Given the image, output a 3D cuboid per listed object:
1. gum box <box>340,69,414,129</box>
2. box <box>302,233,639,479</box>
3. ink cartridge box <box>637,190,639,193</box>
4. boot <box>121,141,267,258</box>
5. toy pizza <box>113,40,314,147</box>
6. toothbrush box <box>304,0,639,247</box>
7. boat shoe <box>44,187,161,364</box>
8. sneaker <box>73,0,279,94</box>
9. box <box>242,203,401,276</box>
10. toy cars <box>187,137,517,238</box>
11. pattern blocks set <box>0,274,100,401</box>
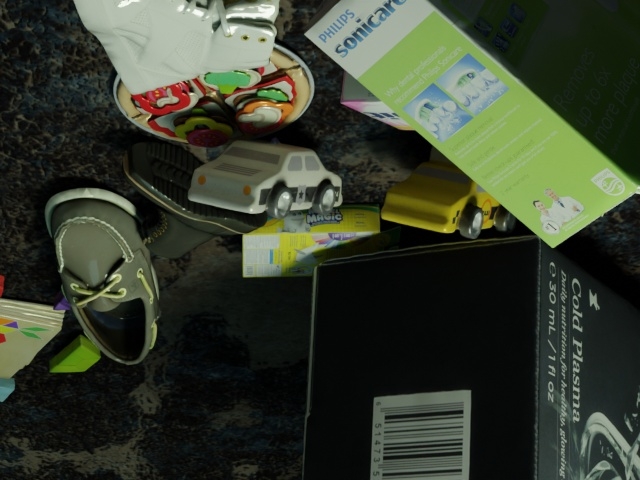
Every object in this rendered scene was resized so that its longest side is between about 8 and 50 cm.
[{"bbox_3d":[0.119,-0.148,1.810,0.188,0.062,0.107,1,168,35],"label":"gum box"},{"bbox_3d":[0.216,0.297,2.181,0.297,0.480,0.472,-7,160,28],"label":"box"},{"bbox_3d":[0.372,-0.130,1.937,0.171,0.056,0.235,11,148,-27],"label":"ink cartridge box"},{"bbox_3d":[-0.172,-0.031,2.047,0.137,0.077,0.198,-24,144,34],"label":"boot"},{"bbox_3d":[-0.106,-0.143,1.895,0.201,0.032,0.201,-2,151,-1],"label":"toy pizza"},{"bbox_3d":[0.157,-0.169,1.584,0.283,0.206,0.122,39,138,-10],"label":"toothbrush box"},{"bbox_3d":[-0.241,0.042,2.156,0.109,0.091,0.305,-6,151,4],"label":"boat shoe"},{"bbox_3d":[-0.124,-0.229,1.676,0.169,0.108,0.292,-9,160,8],"label":"sneaker"},{"bbox_3d":[0.000,0.000,2.157,0.179,0.043,0.105,1,151,-2],"label":"box"},{"bbox_3d":[0.046,-0.065,1.976,0.393,0.087,0.176,5,-171,-21],"label":"toy cars"},{"bbox_3d":[-0.408,0.116,2.341,0.285,0.026,0.325,20,144,-35],"label":"pattern blocks set"}]
